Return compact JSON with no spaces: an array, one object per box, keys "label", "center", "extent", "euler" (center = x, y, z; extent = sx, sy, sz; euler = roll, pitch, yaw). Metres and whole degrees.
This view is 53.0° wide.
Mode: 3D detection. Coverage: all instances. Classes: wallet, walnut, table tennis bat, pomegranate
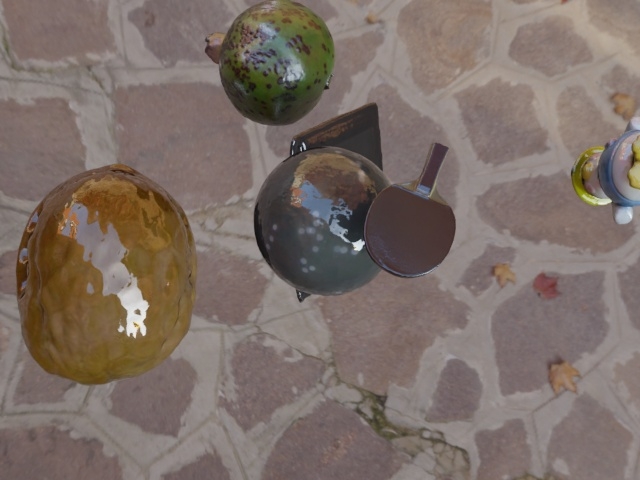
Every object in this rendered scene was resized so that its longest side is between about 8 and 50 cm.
[{"label":"wallet","center":[0.032,-0.071,1.185],"extent":[0.247,0.041,0.323],"euler":[-28,125,-37]},{"label":"walnut","center":[-0.384,0.059,1.167],"extent":[0.308,0.354,0.398],"euler":[5,85,-27]},{"label":"table tennis bat","center":[0.103,-0.034,0.683],"extent":[0.095,0.014,0.158],"euler":[22,72,4]},{"label":"pomegranate","center":[-0.101,-0.363,1.294],"extent":[0.270,0.254,0.254],"euler":[20,79,13]}]

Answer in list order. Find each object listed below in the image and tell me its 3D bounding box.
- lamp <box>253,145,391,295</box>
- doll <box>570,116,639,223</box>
[{"label":"lamp","center":[0.002,0.014,0.843],"extent":[0.182,0.314,0.182],"euler":[3,56,-4]},{"label":"doll","center":[0.438,-0.100,0.941],"extent":[0.098,0.241,0.135],"euler":[-24,91,-1]}]
